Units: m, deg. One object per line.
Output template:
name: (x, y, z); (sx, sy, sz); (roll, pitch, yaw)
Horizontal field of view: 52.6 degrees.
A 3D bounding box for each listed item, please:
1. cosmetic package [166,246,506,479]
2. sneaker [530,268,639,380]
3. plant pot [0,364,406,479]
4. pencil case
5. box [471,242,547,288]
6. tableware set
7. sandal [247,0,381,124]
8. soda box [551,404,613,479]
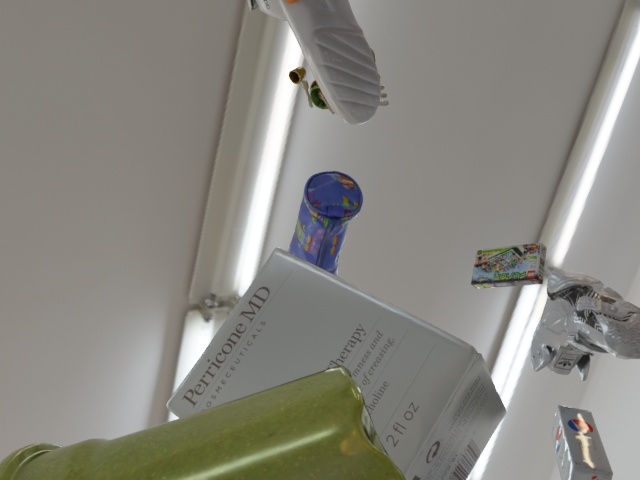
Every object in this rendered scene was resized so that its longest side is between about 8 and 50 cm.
cosmetic package: (0.040, 0.280, 1.080); (0.329, 0.394, 0.327); (-56, -34, -13)
sneaker: (0.539, 0.205, 1.312); (0.137, 0.366, 0.210); (11, -75, -3)
plant pot: (-0.055, 0.226, 0.477); (0.254, 0.276, 0.276); (-25, -50, -3)
pencil case: (0.000, 0.000, 1.349); (0.119, 0.133, 0.306); (0, -39, -14)
box: (0.533, 0.074, 1.839); (0.036, 0.207, 0.114); (33, -119, -37)
tableware set: (0.020, -0.229, 0.918); (0.024, 0.154, 0.104); (-46, -50, -36)
sandal: (-0.027, -0.231, 0.626); (0.102, 0.076, 0.265); (-30, -77, -42)
soda box: (0.491, 0.401, 1.227); (0.216, 0.069, 0.073); (-53, -30, -71)
